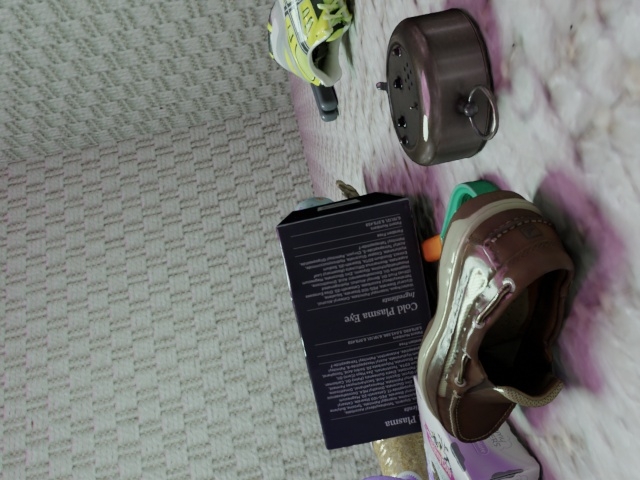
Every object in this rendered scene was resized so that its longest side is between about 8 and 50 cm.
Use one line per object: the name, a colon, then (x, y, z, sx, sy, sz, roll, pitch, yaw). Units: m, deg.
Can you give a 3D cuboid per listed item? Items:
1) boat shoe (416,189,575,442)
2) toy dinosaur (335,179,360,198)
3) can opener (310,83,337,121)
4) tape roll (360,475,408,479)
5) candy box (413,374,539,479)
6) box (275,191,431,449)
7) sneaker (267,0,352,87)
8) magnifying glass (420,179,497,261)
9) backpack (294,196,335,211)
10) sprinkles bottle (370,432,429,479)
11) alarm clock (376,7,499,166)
boat shoe: (0.134, 0.094, 0.362, 0.095, 0.095, 0.257, -116, 13, -53)
toy dinosaur: (0.099, -0.013, 0.989, 0.118, 0.064, 0.267, 29, -136, -89)
can opener: (-0.019, -0.429, 1.255, 0.074, 0.093, 0.280, 84, 169, -57)
tape roll: (0.111, 0.383, 0.468, 0.275, 0.090, 0.274, 23, 128, 33)
candy box: (0.174, 0.271, 0.528, 0.165, 0.070, 0.196, -111, 8, -69)
box: (0.058, 0.093, 0.757, 0.343, 0.179, 0.312, -88, -15, -84)
sneaker: (-0.003, -0.427, 0.775, 0.147, 0.145, 0.384, 44, 162, 19)
magnifying glass: (0.140, 0.000, 0.483, 0.231, 0.026, 0.092, 84, 173, -83)
backpack: (0.000, 0.000, 0.994, 0.115, 0.152, 0.181, -118, 15, -60)
sprinkles bottle: (0.172, 0.426, 0.749, 0.355, 0.122, 0.121, -108, 6, -59)
alarm clock: (0.101, -0.125, 0.400, 0.192, 0.064, 0.129, -114, 12, -62)
